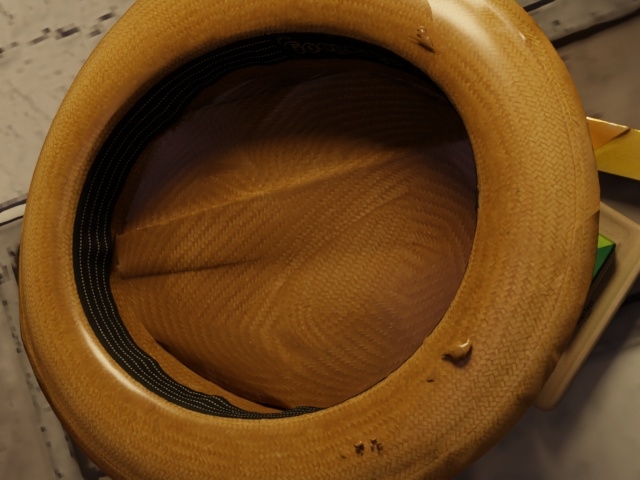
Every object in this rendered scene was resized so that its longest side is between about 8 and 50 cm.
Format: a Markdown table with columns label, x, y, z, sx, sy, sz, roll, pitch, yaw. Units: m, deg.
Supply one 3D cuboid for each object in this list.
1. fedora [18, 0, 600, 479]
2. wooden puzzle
| label | x | y | z | sx | sy | sz | roll | pitch | yaw |
| --- | --- | --- | --- | --- | --- | --- | --- | --- | --- |
| fedora | 0.000 | 0.000 | 0.536 | 0.194 | 0.079 | 0.194 | -5 | 78 | 26 |
| wooden puzzle | 0.061 | 0.008 | 0.560 | 0.078 | 0.014 | 0.116 | 26 | 97 | 16 |
